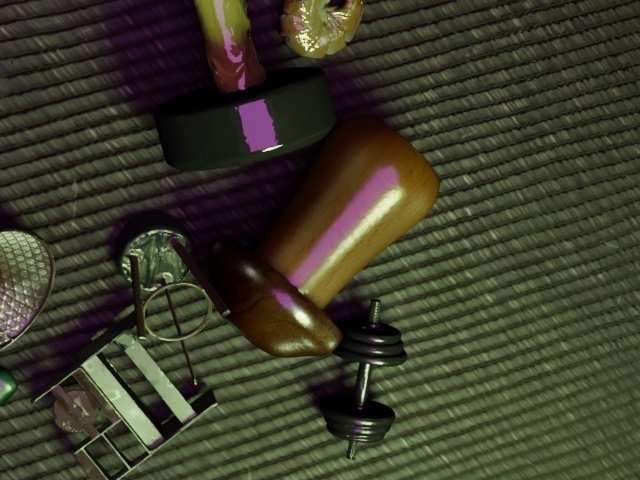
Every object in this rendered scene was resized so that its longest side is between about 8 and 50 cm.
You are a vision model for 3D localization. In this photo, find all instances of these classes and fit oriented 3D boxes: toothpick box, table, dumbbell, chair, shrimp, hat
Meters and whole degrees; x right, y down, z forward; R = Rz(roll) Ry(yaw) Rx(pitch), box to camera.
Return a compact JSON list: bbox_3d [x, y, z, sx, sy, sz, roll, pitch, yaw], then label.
[{"bbox_3d":[0.000,0.000,1.586,0.192,0.192,0.294,43,81,-19],"label":"toothpick box"},{"bbox_3d":[-0.239,0.190,1.616,0.175,0.062,0.146,-36,108,-2],"label":"table"},{"bbox_3d":[0.054,0.176,1.675,0.099,0.099,0.208,6,100,-16],"label":"dumbbell"},{"bbox_3d":[-0.176,0.064,1.550,0.104,0.221,0.095,-13,128,-11],"label":"chair"},{"bbox_3d":[-0.115,-0.256,1.489,0.203,0.204,0.322,-17,104,-11],"label":"dumbbell"},{"bbox_3d":[0.017,-0.303,1.599,0.099,0.041,0.180,25,93,-19],"label":"shrimp"},{"bbox_3d":[-0.409,0.049,1.539,0.193,0.082,0.193,-33,144,-28],"label":"hat"}]

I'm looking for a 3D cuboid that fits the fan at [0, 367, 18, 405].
[{"bbox_3d":[-0.424,0.212,1.584,0.155,0.039,0.082,-42,108,-5],"label":"fan"}]
